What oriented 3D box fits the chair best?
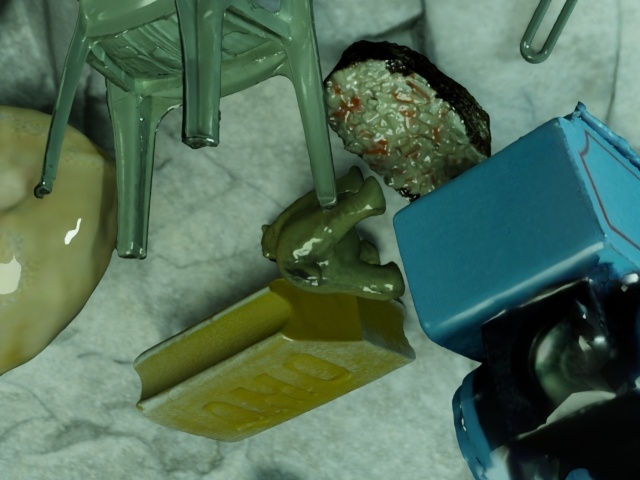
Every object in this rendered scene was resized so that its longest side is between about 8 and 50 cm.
[{"bbox_3d":[-0.116,-0.155,0.749,0.203,0.274,0.190,-15,156,22],"label":"chair"}]

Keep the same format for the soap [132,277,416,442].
[{"bbox_3d":[-0.045,0.110,0.952,0.232,0.073,0.140,-29,145,30],"label":"soap"}]

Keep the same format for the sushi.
[{"bbox_3d":[0.070,-0.093,0.809,0.150,0.078,0.090,41,123,-13],"label":"sushi"}]

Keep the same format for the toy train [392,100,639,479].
[{"bbox_3d":[0.200,0.062,0.741,0.188,0.265,0.300,-30,145,28],"label":"toy train"}]

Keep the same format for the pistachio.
[{"bbox_3d":[-0.296,0.010,0.901,0.230,0.230,0.309,39,128,-13],"label":"pistachio"}]

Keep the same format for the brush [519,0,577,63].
[{"bbox_3d":[0.200,-0.238,0.714,0.062,0.027,0.266,22,130,0],"label":"brush"}]

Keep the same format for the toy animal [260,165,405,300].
[{"bbox_3d":[0.000,0.000,0.845,0.101,0.218,0.103,-18,102,-3],"label":"toy animal"}]
